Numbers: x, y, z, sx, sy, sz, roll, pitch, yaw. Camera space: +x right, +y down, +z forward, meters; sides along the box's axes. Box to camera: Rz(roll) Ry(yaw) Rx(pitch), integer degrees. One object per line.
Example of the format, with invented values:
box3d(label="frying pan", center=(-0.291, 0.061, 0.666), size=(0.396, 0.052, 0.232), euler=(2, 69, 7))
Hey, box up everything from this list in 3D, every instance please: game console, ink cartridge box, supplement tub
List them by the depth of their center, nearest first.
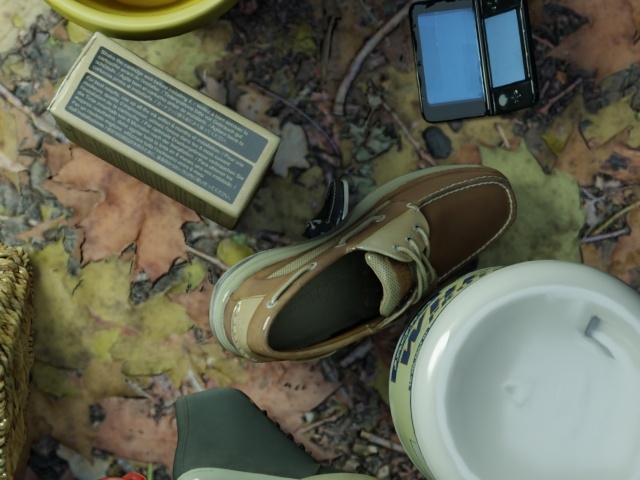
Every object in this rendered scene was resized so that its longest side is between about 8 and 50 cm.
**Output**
box3d(label="supplement tub", center=(0.185, 0.137, 1.747), size=(0.235, 0.325, 0.236), euler=(0, 88, -3))
box3d(label="ink cartridge box", center=(-0.140, -0.095, 1.786), size=(0.193, 0.234, 0.088), euler=(30, 86, -2))
box3d(label="game console", center=(0.149, -0.182, 1.888), size=(0.071, 0.107, 0.122), euler=(-7, 88, -32))

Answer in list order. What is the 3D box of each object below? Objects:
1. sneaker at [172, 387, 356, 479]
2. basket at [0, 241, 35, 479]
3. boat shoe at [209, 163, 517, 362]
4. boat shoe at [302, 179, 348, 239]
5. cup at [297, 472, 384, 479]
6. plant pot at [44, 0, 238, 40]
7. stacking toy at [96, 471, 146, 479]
box3d(label="sneaker", center=(-0.034, 0.207, 1.858), size=(0.222, 0.083, 0.118), euler=(14, 47, -23))
box3d(label="basket", center=(-0.425, 0.135, 1.834), size=(0.299, 0.223, 0.214), euler=(1, 121, -3))
box3d(label="boat shoe", center=(0.057, 0.031, 1.822), size=(0.324, 0.116, 0.123), euler=(-30, 114, -16))
box3d(label="boat shoe", center=(0.000, 0.000, 1.885), size=(0.038, 0.046, 0.125), euler=(11, 95, -7))
box3d(label="cup", center=(0.020, 0.354, 1.754), size=(0.331, 0.331, 0.237), euler=(-6, 44, -3))
box3d(label="plant pot", center=(-0.165, -0.302, 1.790), size=(0.254, 0.239, 0.254), euler=(0, 88, -4))
box3d(label="stacking toy", center=(-0.181, 0.352, 1.737), size=(0.130, 0.279, 0.309), euler=(-16, 82, -8))
